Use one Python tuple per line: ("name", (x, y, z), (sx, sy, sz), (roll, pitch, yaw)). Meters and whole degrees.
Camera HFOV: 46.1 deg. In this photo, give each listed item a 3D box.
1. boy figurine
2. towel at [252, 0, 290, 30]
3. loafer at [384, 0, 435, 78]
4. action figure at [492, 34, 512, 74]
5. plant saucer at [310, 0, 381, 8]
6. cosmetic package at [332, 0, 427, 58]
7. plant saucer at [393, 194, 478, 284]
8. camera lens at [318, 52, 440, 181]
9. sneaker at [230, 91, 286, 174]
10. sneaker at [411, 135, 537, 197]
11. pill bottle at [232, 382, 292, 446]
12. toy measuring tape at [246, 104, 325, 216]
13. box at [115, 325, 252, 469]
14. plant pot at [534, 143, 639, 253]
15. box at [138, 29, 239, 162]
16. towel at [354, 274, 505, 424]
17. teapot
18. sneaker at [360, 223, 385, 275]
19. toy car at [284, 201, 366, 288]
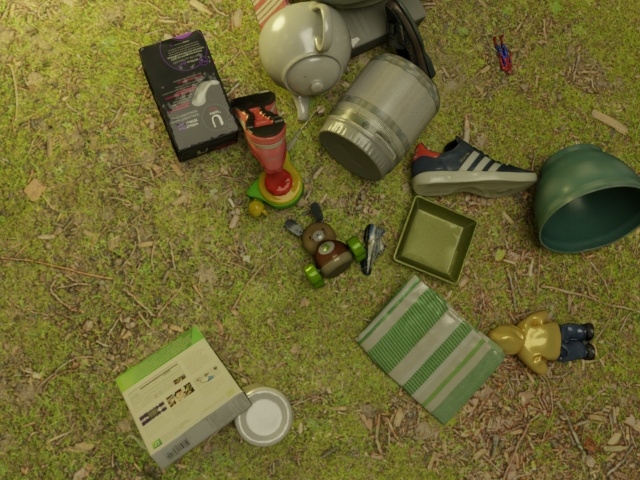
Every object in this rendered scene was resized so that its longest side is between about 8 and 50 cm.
("boy figurine", (0.575, 0.272, 1.972), (0.285, 0.092, 0.177), (0, 81, -9))
("towel", (-0.134, -0.652, 1.940), (0.029, 0.144, 0.197), (-13, 85, -33))
("loafer", (0.220, -0.503, 1.948), (0.084, 0.096, 0.267), (-35, 134, 3))
("action figure", (0.513, -0.516, 2.097), (0.038, 0.030, 0.115), (-15, 88, -17))
("plant saucer", (0.107, -0.688, 1.924), (0.400, 0.400, 0.101), (-30, 130, -13))
("cosmetic package", (0.148, -0.592, 2.003), (0.238, 0.107, 0.127), (-25, 88, -15))
("plant saucer", (0.299, 0.001, 1.980), (0.188, 0.045, 0.188), (22, 79, -7))
("camera lens", (0.154, -0.316, 1.905), (0.219, 0.219, 0.274), (38, 78, -4))
("sneaker", (-0.149, -0.264, 1.845), (0.116, 0.314, 0.136), (-11, 123, -5))
("sneaker", (0.407, -0.202, 1.989), (0.350, 0.131, 0.148), (1, 70, -16))
("pill bottle", (-0.144, 0.401, 1.753), (0.131, 0.229, 0.131), (1, 83, -10))
("toy measuring tape", (-0.061, -0.185, 1.896), (0.121, 0.121, 0.330), (38, 83, -4))
("box", (-0.317, 0.341, 1.698), (0.232, 0.322, 0.058), (-34, 124, -12))
("plant pot", (0.689, -0.127, 1.970), (0.293, 0.293, 0.196), (-3, 56, -11))
("box", (-0.324, -0.354, 1.862), (0.165, 0.143, 0.270), (-21, 87, -10))
("towel", (0.280, 0.276, 1.923), (0.325, 0.038, 0.248), (42, 93, -5))
("teapot", (-0.027, -0.451, 1.861), (0.252, 0.256, 0.187), (-27, 59, 22))
("sneaker", (0.142, 0.026, 1.947), (0.058, 0.052, 0.135), (12, 82, -15))
("toy car", (0.000, 0.000, 1.886), (0.155, 0.149, 0.188), (-33, 78, -2))
